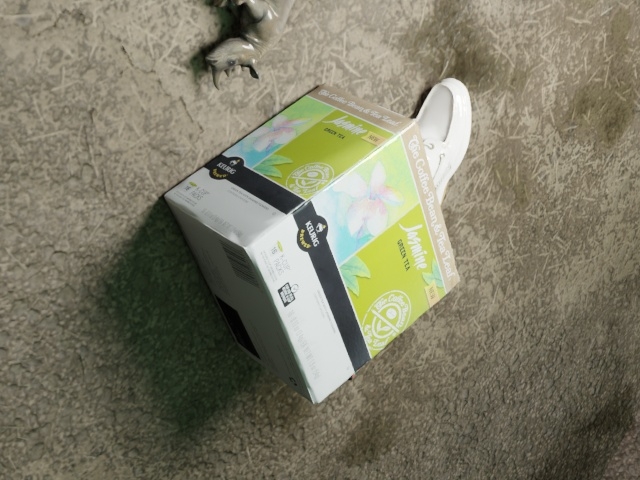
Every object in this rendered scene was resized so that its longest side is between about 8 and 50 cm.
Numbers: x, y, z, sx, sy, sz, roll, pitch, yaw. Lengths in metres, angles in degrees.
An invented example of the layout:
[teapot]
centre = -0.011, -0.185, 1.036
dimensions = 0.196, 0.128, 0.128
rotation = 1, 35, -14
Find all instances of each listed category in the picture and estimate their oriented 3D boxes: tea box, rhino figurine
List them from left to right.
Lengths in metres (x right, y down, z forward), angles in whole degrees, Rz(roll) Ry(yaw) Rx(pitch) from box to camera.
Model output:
[rhino figurine]
centre = -0.087, -0.317, 1.424
dimensions = 0.106, 0.073, 0.243
rotation = 21, 98, -42
[tea box]
centre = 0.000, 0.000, 1.557
dimensions = 0.323, 0.220, 0.329
rotation = -39, 132, -21

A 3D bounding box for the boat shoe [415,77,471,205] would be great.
[boat shoe]
centre = 0.170, -0.137, 1.726
dimensions = 0.096, 0.098, 0.277
rotation = -1, 113, -42

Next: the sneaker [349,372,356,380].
[sneaker]
centre = 0.050, 0.164, 1.812
dimensions = 0.075, 0.057, 0.161
rotation = -41, 133, -42
